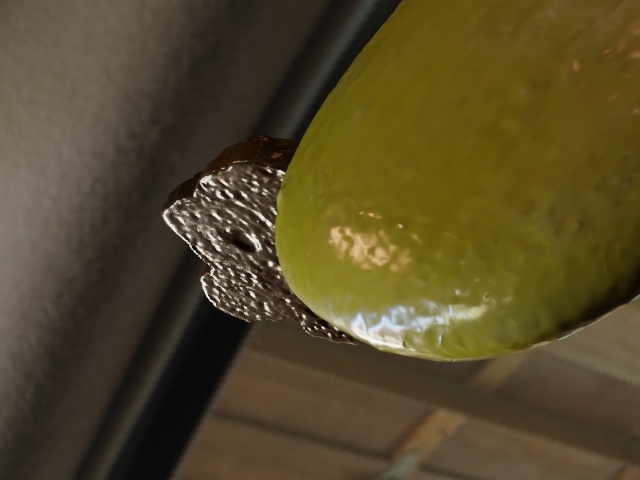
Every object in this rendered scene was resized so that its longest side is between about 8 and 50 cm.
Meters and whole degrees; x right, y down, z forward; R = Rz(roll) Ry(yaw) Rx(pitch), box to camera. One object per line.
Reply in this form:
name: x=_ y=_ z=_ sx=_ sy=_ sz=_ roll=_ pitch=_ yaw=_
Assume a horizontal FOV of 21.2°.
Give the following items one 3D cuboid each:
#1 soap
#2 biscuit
soap: x=0.151 y=-0.107 z=0.955 sx=0.427 sy=0.306 sz=0.115 roll=-49 pitch=-49 yaw=-18
biscuit: x=0.000 y=0.000 z=1.261 sx=0.208 sy=0.041 sz=0.290 roll=36 pitch=-33 yaw=-17
